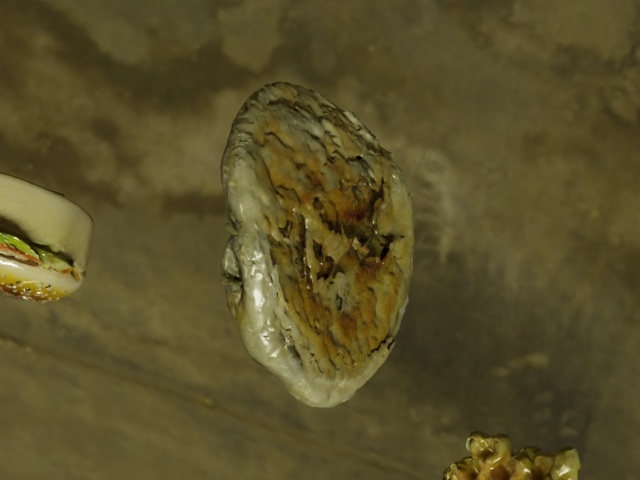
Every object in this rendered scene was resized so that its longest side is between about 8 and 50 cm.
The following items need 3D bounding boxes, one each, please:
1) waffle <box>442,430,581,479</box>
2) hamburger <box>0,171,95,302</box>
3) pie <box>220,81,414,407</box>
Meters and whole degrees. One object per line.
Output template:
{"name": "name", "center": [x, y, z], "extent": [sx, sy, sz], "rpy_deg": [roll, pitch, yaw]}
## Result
{"name": "waffle", "center": [0.198, 0.297, 1.301], "extent": [0.238, 0.059, 0.243], "rpy_deg": [-20, 85, 60]}
{"name": "hamburger", "center": [-0.226, 0.000, 0.975], "extent": [0.126, 0.081, 0.141], "rpy_deg": [21, 166, -16]}
{"name": "pie", "center": [-0.001, 0.000, 1.397], "extent": [0.077, 0.339, 0.339], "rpy_deg": [-13, 126, 33]}
